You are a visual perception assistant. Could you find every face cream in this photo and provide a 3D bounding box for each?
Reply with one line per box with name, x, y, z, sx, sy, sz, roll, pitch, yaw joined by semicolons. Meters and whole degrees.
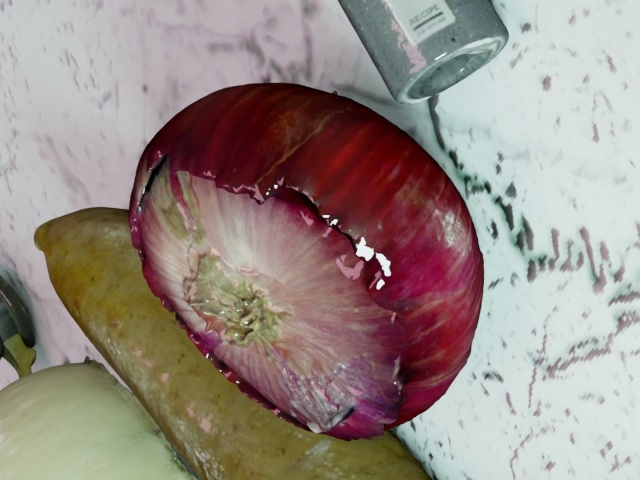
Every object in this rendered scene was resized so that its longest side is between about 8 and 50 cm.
face cream;0.007;-0.212;0.789;0.283;0.073;0.073;61;145;10

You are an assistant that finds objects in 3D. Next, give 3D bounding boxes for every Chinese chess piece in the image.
Chinese chess piece;-0.159;0.257;1.143;0.338;0.140;0.338;51;163;22

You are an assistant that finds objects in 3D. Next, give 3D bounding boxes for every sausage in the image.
sausage;-0.032;0.141;0.984;0.501;0.136;0.123;47;126;29

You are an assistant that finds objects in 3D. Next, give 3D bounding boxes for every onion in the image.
onion;-0.004;0.009;0.851;0.248;0.161;0.248;45;150;34

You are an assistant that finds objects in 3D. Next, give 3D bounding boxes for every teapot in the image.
teapot;-0.347;0.107;1.405;0.166;0.119;0.130;48;150;13
